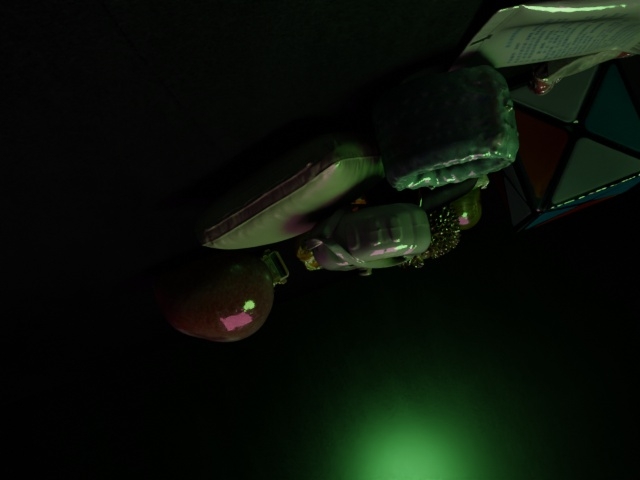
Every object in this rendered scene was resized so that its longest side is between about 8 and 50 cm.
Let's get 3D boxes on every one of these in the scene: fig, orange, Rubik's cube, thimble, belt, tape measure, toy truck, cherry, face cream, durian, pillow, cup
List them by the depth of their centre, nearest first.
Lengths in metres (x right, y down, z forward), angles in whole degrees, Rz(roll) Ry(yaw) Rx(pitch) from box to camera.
[{"bbox_3d":[0.408,-0.305,1.061,0.420,0.137,0.235,-12,175,-9],"label":"face cream"},{"bbox_3d":[0.193,-0.168,1.142,0.198,0.143,0.235,-4,169,-42],"label":"thimble"},{"bbox_3d":[0.435,-0.307,1.205,0.232,0.071,0.053,-23,172,-8],"label":"belt"},{"bbox_3d":[0.089,-0.005,1.269,0.197,0.120,0.236,-12,174,18],"label":"tape measure"},{"bbox_3d":[-0.038,-0.083,1.274,0.322,0.120,0.255,-31,170,32],"label":"pillow"},{"bbox_3d":[0.214,-0.115,1.385,0.177,0.166,0.239,-19,-149,-35],"label":"cup"},{"bbox_3d":[0.451,-0.181,1.409,0.246,0.250,0.248,-21,173,2],"label":"Rubik's cube"},{"bbox_3d":[0.189,-0.023,1.532,0.196,0.167,0.196,-33,-177,2],"label":"durian"},{"bbox_3d":[-0.245,0.130,1.769,0.307,0.221,0.261,4,158,-24],"label":"cherry"},{"bbox_3d":[0.000,0.000,1.870,0.160,0.112,0.170,-1,137,-35],"label":"orange"},{"bbox_3d":[0.283,-0.104,1.916,0.259,0.151,0.151,1,176,13],"label":"fig"},{"bbox_3d":[-0.192,0.106,2.086,0.256,0.108,0.140,-28,-178,45],"label":"toy truck"}]

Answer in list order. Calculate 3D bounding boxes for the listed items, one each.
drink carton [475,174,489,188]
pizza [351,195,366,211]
[{"bbox_3d":[0.226,-0.119,1.690,0.271,0.108,0.161,-27,169,34],"label":"drink carton"},{"bbox_3d":[0.124,-0.123,1.574,0.194,0.069,0.154,-28,171,0],"label":"pizza"}]
